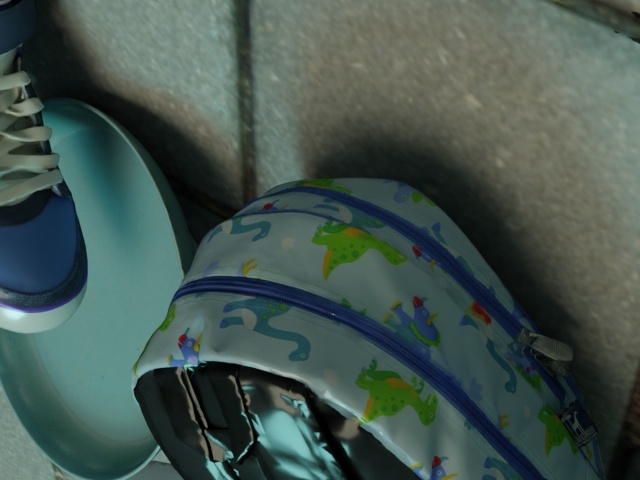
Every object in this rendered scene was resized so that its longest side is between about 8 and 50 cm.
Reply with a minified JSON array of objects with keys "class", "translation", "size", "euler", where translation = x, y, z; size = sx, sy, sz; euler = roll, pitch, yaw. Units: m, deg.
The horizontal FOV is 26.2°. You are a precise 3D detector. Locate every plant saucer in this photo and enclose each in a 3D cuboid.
[{"class":"plant saucer","translation":[-0.190,0.040,1.136],"size":[0.317,0.043,0.318],"euler":[11,105,47]}]

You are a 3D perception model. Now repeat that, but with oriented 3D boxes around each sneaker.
[{"class":"sneaker","translation":[-0.257,-0.113,1.017],"size":[0.323,0.130,0.236],"euler":[58,147,18]}]

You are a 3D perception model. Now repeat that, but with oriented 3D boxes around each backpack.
[{"class":"backpack","translation":[0.034,0.127,0.934],"size":[0.290,0.273,0.355],"euler":[1,155,46]}]

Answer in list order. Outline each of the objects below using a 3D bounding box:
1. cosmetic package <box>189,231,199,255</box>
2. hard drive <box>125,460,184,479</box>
[{"class":"cosmetic package","translation":[-0.102,0.103,1.204],"size":[0.099,0.060,0.239],"euler":[-5,123,50]},{"class":"hard drive","translation":[-0.094,0.264,1.324],"size":[0.172,0.054,0.254],"euler":[34,158,-35]}]
